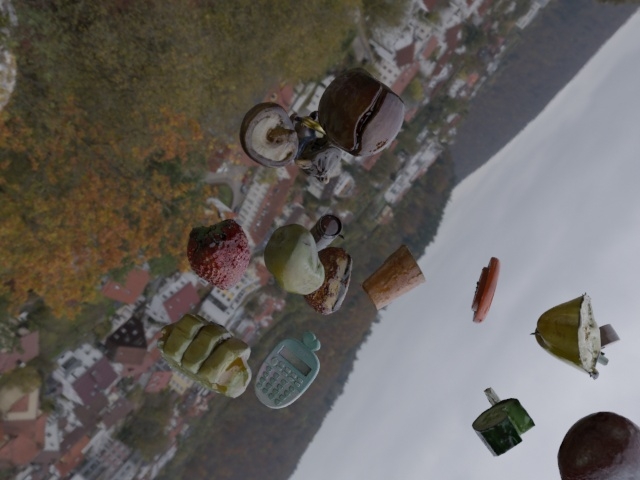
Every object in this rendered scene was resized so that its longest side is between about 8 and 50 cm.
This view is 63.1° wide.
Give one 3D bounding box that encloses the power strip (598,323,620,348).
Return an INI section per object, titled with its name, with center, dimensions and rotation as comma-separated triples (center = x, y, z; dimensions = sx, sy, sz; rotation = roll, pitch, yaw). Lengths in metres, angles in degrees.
[power strip]
center = 1.117, 0.402, 2.100
dimensions = 0.154, 0.078, 0.154
rotation = -19, 154, -10

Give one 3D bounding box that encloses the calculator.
[calculator]
center = -0.110, 0.453, 1.841
dimensions = 0.295, 0.184, 0.042
rotation = -50, 166, -7

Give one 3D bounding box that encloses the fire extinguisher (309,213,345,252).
[fire extinguisher]
center = 0.000, 0.000, 2.091
dimensions = 0.105, 0.141, 0.341
rotation = -64, -173, -25

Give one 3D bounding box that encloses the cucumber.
[cucumber]
center = 0.612, 0.638, 1.768
dimensions = 0.191, 0.130, 0.191
rotation = -35, 163, -12

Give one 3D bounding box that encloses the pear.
[pear]
center = 0.762, 0.291, 1.631
dimensions = 0.178, 0.267, 0.267
rotation = -4, -148, 41

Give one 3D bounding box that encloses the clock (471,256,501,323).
[clock]
center = 0.489, 0.147, 1.552
dimensions = 0.205, 0.051, 0.205
rotation = 16, 90, -76

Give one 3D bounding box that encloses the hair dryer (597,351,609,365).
[hair dryer]
center = 1.001, 0.411, 1.874
dimensions = 0.067, 0.167, 0.199
rotation = -61, -166, -3

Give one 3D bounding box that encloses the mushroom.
[mushroom]
center = -0.181, -0.364, 1.807
dimensions = 0.194, 0.231, 0.138
rotation = -18, -153, 0

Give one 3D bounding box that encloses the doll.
[doll]
center = -0.038, -0.393, 2.098
dimensions = 0.209, 0.340, 0.318
rotation = -40, 133, 8

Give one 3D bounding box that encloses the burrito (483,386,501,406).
[burrito]
center = 0.688, 0.642, 2.008
dimensions = 0.045, 0.185, 0.041
rotation = -37, -173, -8

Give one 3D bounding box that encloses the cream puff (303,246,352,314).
[cream puff]
center = 0.020, 0.133, 1.785
dimensions = 0.240, 0.163, 0.240
rotation = -157, -90, -79

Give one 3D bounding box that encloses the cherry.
[cherry]
center = 0.785, 0.598, 1.440
dimensions = 0.300, 0.230, 0.203
rotation = -39, -145, 7

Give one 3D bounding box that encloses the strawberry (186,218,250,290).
[strawberry]
center = -0.399, 0.067, 2.102
dimensions = 0.238, 0.289, 0.250
rotation = -24, -155, -22

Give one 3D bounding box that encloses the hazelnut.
[hazelnut]
center = 0.108, -0.330, 1.379
dimensions = 0.218, 0.234, 0.218
rotation = -25, 141, -22

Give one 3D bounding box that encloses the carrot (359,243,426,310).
[carrot]
center = 0.294, 0.157, 2.192
dimensions = 0.254, 0.196, 0.196
rotation = -33, 177, 3

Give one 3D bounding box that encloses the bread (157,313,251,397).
[bread]
center = -0.386, 0.405, 1.855
dimensions = 0.210, 0.341, 0.301
rotation = -57, 158, -25

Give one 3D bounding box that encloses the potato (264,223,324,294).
[potato]
center = -0.061, 0.056, 1.353
dimensions = 0.157, 0.194, 0.157
rotation = -26, -146, 19
